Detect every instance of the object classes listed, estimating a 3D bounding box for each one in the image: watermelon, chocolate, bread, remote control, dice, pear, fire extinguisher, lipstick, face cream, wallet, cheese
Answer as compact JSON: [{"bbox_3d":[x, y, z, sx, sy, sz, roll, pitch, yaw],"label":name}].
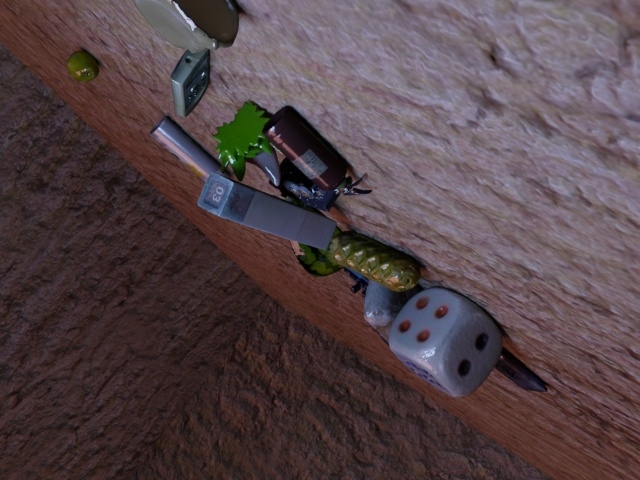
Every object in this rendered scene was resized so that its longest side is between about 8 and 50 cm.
[{"bbox_3d":[-0.010,0.023,1.937,0.159,0.128,0.303,28,165,42],"label":"watermelon"},{"bbox_3d":[0.226,0.189,1.809,0.100,0.185,0.303,-17,134,39],"label":"chocolate"},{"bbox_3d":[0.131,0.050,1.705,0.269,0.087,0.098,25,162,50],"label":"bread"},{"bbox_3d":[-0.261,-0.319,1.443,0.038,0.098,0.233,33,169,-3],"label":"remote control"},{"bbox_3d":[0.290,0.234,1.674,0.194,0.192,0.193,47,165,-32],"label":"dice"},{"bbox_3d":[-0.691,-0.504,2.092,0.092,0.092,0.097,46,167,-33],"label":"pear"},{"bbox_3d":[0.000,-0.157,1.368,0.231,0.071,0.099,42,141,-20],"label":"fire extinguisher"},{"bbox_3d":[-0.103,-0.057,1.562,0.076,0.080,0.371,25,-175,36],"label":"lipstick"},{"bbox_3d":[-0.385,-0.256,2.154,0.269,0.073,0.107,42,176,-24],"label":"face cream"},{"bbox_3d":[0.491,0.326,1.825,0.166,0.030,0.111,38,164,-8],"label":"wallet"},{"bbox_3d":[-0.221,-0.372,1.133,0.175,0.091,0.202,43,169,-26],"label":"cheese"}]

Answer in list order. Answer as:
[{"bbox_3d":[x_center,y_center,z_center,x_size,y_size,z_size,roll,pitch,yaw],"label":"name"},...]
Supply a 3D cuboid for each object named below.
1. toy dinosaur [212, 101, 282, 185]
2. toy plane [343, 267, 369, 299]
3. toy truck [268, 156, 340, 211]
[{"bbox_3d":[-0.145,-0.187,1.516,0.194,0.152,0.177,40,179,26],"label":"toy dinosaur"},{"bbox_3d":[0.148,0.158,2.098,0.246,0.078,0.169,35,159,22],"label":"toy plane"},{"bbox_3d":[-0.026,-0.121,1.533,0.092,0.083,0.192,40,169,-34],"label":"toy truck"}]
